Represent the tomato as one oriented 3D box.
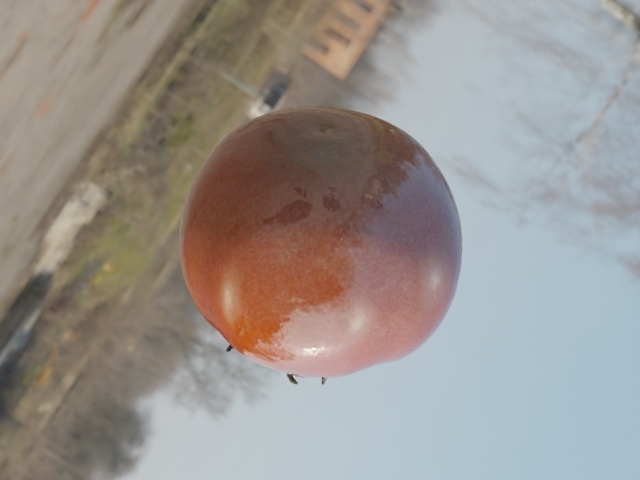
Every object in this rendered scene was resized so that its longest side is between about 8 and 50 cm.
[{"bbox_3d":[0.000,0.000,1.327,0.256,0.256,0.224,-64,159,-55],"label":"tomato"}]
